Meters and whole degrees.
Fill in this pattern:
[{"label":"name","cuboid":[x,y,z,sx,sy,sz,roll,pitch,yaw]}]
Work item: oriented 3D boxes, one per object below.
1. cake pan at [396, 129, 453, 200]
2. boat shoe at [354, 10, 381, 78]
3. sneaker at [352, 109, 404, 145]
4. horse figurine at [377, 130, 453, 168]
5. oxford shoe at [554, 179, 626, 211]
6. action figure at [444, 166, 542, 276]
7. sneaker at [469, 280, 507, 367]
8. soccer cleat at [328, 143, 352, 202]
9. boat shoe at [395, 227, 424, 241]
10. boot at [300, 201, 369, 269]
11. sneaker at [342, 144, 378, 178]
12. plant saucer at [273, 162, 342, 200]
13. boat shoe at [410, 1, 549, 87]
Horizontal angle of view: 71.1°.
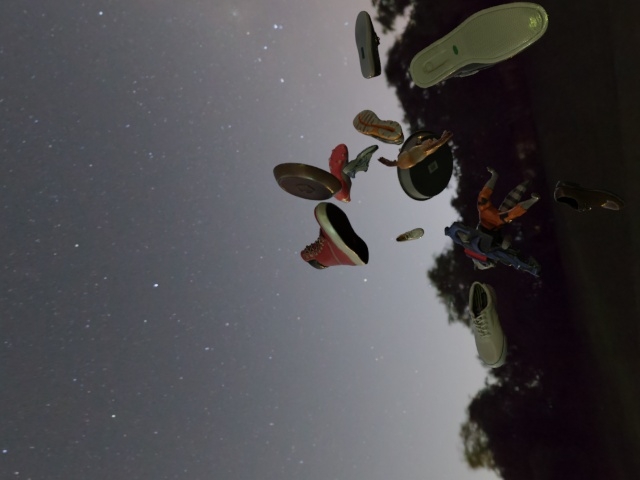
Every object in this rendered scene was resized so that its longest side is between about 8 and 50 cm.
[{"label":"cake pan","cuboid":[0.441,-0.306,1.842,0.293,0.054,0.293,-6,-78,-32]},{"label":"boat shoe","cuboid":[0.183,-0.706,1.620,0.076,0.080,0.228,-16,-78,-28]},{"label":"sneaker","cuboid":[0.196,-0.377,1.526,0.084,0.215,0.083,-55,-36,2]},{"label":"horse figurine","cuboid":[0.343,-0.322,1.629,0.066,0.263,0.174,61,-170,-19]},{"label":"oxford shoe","cuboid":[0.959,-0.138,1.604,0.096,0.227,0.083,-63,-26,-21]},{"label":"action figure","cuboid":[0.611,-0.029,1.478,0.178,0.341,0.330,-17,-46,-44]},{"label":"sneaker","cuboid":[0.484,0.244,1.334,0.091,0.094,0.258,27,-130,-37]},{"label":"soccer cleat","cuboid":[0.083,-0.262,1.749,0.095,0.083,0.248,35,-131,-47]},{"label":"boat shoe","cuboid":[0.288,-0.015,1.451,0.035,0.100,0.035,-20,-88,-48]},{"label":"boot","cuboid":[0.000,0.000,1.153,0.244,0.176,0.088,51,-141,-46]},{"label":"sneaker","cuboid":[0.136,-0.250,1.424,0.058,0.135,0.052,48,-167,-11]},{"label":"plant saucer","cuboid":[-0.033,-0.132,1.057,0.168,0.168,0.029,35,-116,-51]},{"label":"boat shoe","cuboid":[0.265,-0.328,0.751,0.079,0.233,0.084,-24,-80,-41]}]
